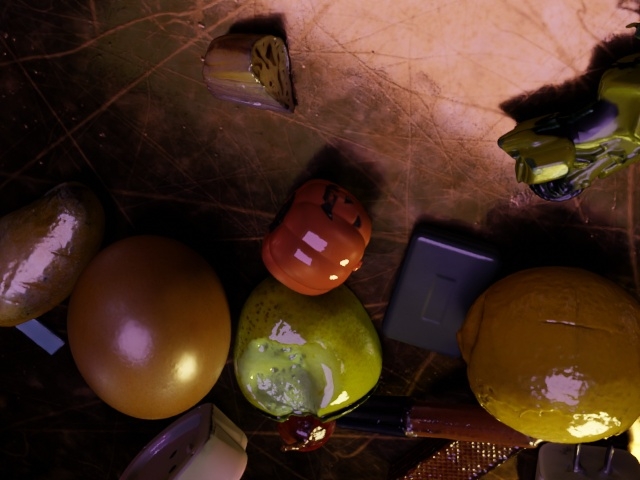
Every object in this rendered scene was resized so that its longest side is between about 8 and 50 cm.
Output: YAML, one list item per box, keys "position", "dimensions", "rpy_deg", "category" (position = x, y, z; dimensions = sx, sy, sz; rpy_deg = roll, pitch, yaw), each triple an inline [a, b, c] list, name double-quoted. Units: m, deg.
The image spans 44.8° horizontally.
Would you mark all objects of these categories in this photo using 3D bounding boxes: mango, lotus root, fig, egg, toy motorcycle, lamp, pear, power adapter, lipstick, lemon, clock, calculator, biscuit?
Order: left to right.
- position: [-0.609, 0.170, 1.609]
  dimensions: [0.172, 0.018, 0.057]
  rpy_deg: [43, 121, -12]
  category: "calculator"
- position: [-0.519, 0.026, 1.432]
  dimensions: [0.329, 0.176, 0.176]
  rpy_deg: [-35, 140, 7]
  category: "mango"
- position: [-0.298, 0.157, 1.373]
  dimensions: [0.282, 0.283, 0.351]
  rpy_deg: [10, 123, 8]
  category: "egg"
- position: [-0.297, 0.479, 1.540]
  dimensions: [0.338, 0.338, 0.102]
  rpy_deg: [-35, 104, 28]
  category: "clock"
- position: [-0.113, -0.270, 1.205]
  dimensions: [0.135, 0.096, 0.159]
  rpy_deg: [9, 161, 14]
  category: "lotus root"
- position: [-0.037, 0.181, 1.403]
  dimensions: [0.292, 0.159, 0.293]
  rpy_deg: [6, 118, 11]
  category: "pear"
- position: [-0.029, 0.349, 1.517]
  dimensions: [0.128, 0.150, 0.129]
  rpy_deg: [0, 83, 1]
  category: "fig"
- position: [0.000, 0.000, 1.269]
  dimensions: [0.163, 0.188, 0.188]
  rpy_deg: [34, 121, -15]
  category: "lamp"
- position: [0.214, 0.327, 1.419]
  dimensions: [0.418, 0.077, 0.077]
  rpy_deg: [-2, 120, 31]
  category: "lipstick"
- position: [0.282, 0.400, 1.501]
  dimensions: [0.107, 0.073, 0.388]
  rpy_deg: [39, 120, -8]
  category: "biscuit"
- position: [0.374, 0.181, 1.232]
  dimensions: [0.296, 0.297, 0.297]
  rpy_deg: [6, 121, 10]
  category: "lemon"
- position: [0.500, 0.472, 1.460]
  dimensions: [0.186, 0.124, 0.255]
  rpy_deg: [4, 121, 10]
  category: "power adapter"
- position: [0.421, -0.184, 1.092]
  dimensions: [0.342, 0.142, 0.206]
  rpy_deg: [-27, 109, 23]
  category: "toy motorcycle"

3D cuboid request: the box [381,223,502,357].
- position: [0.208, 0.091, 1.352]
  dimensions: [0.160, 0.050, 0.230]
  rpy_deg: [17, 122, 4]
  category: "box"
